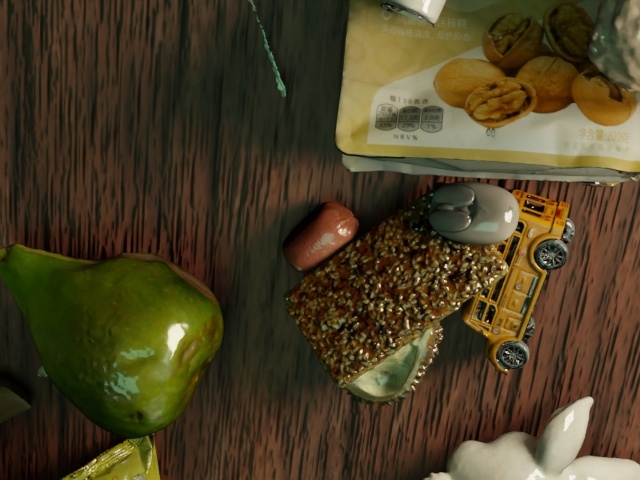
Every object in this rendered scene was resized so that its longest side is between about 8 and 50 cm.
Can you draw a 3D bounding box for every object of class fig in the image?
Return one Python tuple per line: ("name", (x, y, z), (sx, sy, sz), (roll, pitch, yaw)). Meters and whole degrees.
("fig", (-0.255, 0.093, 1.479), (0.275, 0.206, 0.206), (27, 119, 9))

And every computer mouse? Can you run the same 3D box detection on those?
("computer mouse", (0.159, -0.030, 1.357), (0.096, 0.039, 0.066), (10, 84, 16))

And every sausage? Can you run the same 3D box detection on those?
("sausage", (0.000, 0.000, 1.450), (0.054, 0.059, 0.094), (41, 115, -15))

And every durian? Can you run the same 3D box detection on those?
("durian", (0.084, 0.097, 1.470), (0.188, 0.091, 0.148), (-32, 90, 32))

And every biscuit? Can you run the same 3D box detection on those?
("biscuit", (0.076, 0.048, 1.402), (0.231, 0.025, 0.131), (-37, 72, 8))

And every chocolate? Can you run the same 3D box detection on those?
("chocolate", (-0.412, 0.202, 1.628), (0.100, 0.031, 0.064), (-30, 128, 25))

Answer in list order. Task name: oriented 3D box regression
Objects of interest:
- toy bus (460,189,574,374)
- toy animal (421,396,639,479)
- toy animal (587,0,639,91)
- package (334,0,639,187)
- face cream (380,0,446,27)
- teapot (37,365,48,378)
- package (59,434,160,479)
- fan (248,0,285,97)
("toy bus", (0.212, 0.047, 1.434), (0.088, 0.083, 0.194), (20, 116, 7))
("toy animal", (0.218, 0.326, 1.544), (0.325, 0.154, 0.208), (-30, 117, 16))
("toy animal", (0.423, -0.214, 1.190), (0.358, 0.188, 0.227), (11, 100, -31))
("package", (0.176, -0.142, 1.320), (0.311, 0.221, 0.165), (4, 158, 4))
("face cream", (0.131, -0.322, 1.234), (0.092, 0.058, 0.244), (23, 93, -5))
("teapot", (-0.295, 0.157, 1.579), (0.083, 0.057, 0.067), (28, 80, -4))
("package", (-0.249, 0.358, 1.642), (0.168, 0.090, 0.226), (-29, 119, -19))
("fan", (-0.083, -0.290, 1.333), (0.182, 0.010, 0.310), (-11, 113, 14))
